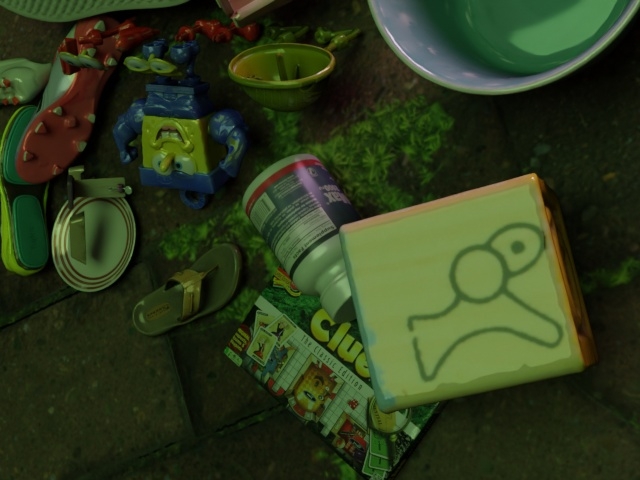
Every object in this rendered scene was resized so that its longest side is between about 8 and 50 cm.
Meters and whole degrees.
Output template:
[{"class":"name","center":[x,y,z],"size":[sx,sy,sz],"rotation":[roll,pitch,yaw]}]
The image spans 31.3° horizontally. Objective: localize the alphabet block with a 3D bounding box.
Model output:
[{"class":"alphabet block","center":[0.152,0.056,1.131],"size":[0.197,0.193,0.192],"rotation":[-14,84,16]}]

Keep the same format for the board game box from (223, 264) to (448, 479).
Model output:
[{"class":"board game box","center":[0.014,0.151,1.309],"size":[0.260,0.030,0.136],"rotation":[38,99,27]}]

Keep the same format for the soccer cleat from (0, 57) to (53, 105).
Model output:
[{"class":"soccer cleat","center":[-0.443,-0.222,1.592],"size":[0.196,0.076,0.068],"rotation":[11,129,43]}]

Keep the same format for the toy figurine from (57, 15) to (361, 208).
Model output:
[{"class":"toy figurine","center":[-0.130,-0.143,1.397],"size":[0.363,0.191,0.217],"rotation":[7,117,22]}]

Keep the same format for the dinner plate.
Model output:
[{"class":"dinner plate","center":[-0.296,-0.002,1.502],"size":[0.141,0.017,0.141],"rotation":[-4,80,27]}]

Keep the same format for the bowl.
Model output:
[{"class":"bowl","center":[0.218,-0.286,1.185],"size":[0.312,0.163,0.311],"rotation":[-4,82,28]}]

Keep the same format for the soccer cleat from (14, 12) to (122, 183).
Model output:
[{"class":"soccer cleat","center":[-0.336,-0.191,1.516],"size":[0.095,0.083,0.248],"rotation":[27,92,55]}]

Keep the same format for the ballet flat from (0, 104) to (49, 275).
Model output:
[{"class":"ballet flat","center":[-0.406,-0.065,1.544],"size":[0.077,0.077,0.231],"rotation":[-12,78,52]}]

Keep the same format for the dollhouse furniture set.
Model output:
[{"class":"dollhouse furniture set","center":[-0.285,-0.034,1.487],"size":[0.081,0.091,0.114],"rotation":[-2,108,-11]}]

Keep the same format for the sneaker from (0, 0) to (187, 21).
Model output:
[{"class":"sneaker","center":[-0.284,-0.370,1.487],"size":[0.366,0.150,0.135],"rotation":[7,125,18]}]

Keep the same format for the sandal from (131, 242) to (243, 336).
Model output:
[{"class":"sandal","center":[-0.169,0.065,1.406],"size":[0.180,0.049,0.072],"rotation":[-30,70,21]}]

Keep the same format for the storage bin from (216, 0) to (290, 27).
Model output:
[{"class":"storage bin","center":[-0.054,-0.419,1.293],"size":[0.262,0.123,0.260],"rotation":[-30,90,-1]}]

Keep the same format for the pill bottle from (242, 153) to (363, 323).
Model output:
[{"class":"pill bottle","center":[0.000,0.000,1.292],"size":[0.108,0.108,0.180],"rotation":[-42,67,17]}]
